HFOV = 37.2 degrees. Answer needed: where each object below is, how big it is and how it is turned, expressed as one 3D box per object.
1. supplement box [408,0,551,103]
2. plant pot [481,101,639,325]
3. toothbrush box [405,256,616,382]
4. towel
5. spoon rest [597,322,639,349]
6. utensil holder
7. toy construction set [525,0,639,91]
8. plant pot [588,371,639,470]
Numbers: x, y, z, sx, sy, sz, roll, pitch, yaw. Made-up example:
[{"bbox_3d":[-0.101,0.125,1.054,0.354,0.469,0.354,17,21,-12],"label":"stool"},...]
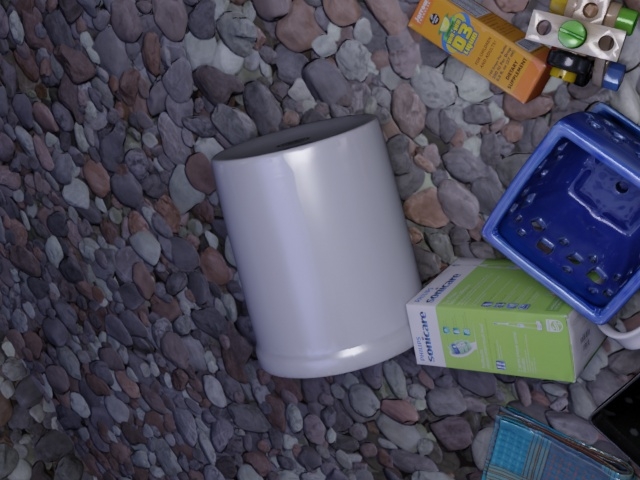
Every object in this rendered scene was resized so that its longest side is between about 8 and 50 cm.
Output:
[{"bbox_3d":[0.256,-0.314,1.498,0.233,0.080,0.078,38,127,18],"label":"supplement box"},{"bbox_3d":[0.420,-0.055,1.413,0.236,0.212,0.236,40,129,14],"label":"plant pot"},{"bbox_3d":[0.318,0.122,1.580,0.283,0.206,0.122,3,114,35],"label":"toothbrush box"},{"bbox_3d":[0.426,0.515,1.805,0.271,0.040,0.370,23,124,27],"label":"towel"},{"bbox_3d":[0.541,0.068,1.427,0.137,0.084,0.276,32,114,-19],"label":"spoon rest"},{"bbox_3d":[0.000,0.000,1.684,0.327,0.327,0.386,-5,106,38],"label":"utensil holder"},{"bbox_3d":[0.346,-0.351,1.286,0.309,0.237,0.257,46,119,12],"label":"toy construction set"},{"bbox_3d":[0.570,0.258,1.487,0.187,0.167,0.188,44,130,12],"label":"plant pot"}]
